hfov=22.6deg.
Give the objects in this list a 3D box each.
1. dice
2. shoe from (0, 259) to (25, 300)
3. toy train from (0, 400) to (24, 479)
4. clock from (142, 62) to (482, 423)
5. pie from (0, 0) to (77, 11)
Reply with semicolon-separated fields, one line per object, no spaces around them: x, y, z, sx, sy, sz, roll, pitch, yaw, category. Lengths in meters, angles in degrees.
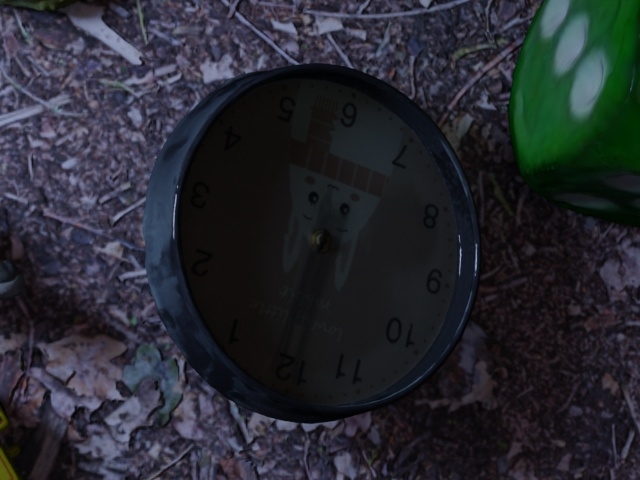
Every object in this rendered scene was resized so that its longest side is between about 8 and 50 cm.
0.393;-0.174;1.754;0.287;0.300;0.297;16;78;-16;dice
-0.404;-0.006;1.613;0.227;0.099;0.126;13;83;-10;shoe
-0.358;0.228;1.606;0.127;0.089;0.219;-31;91;-27;toy train
0.000;0.000;1.692;0.386;0.076;0.386;5;80;-28;clock
-0.312;-0.388;1.705;0.302;0.067;0.303;2;82;-14;pie
